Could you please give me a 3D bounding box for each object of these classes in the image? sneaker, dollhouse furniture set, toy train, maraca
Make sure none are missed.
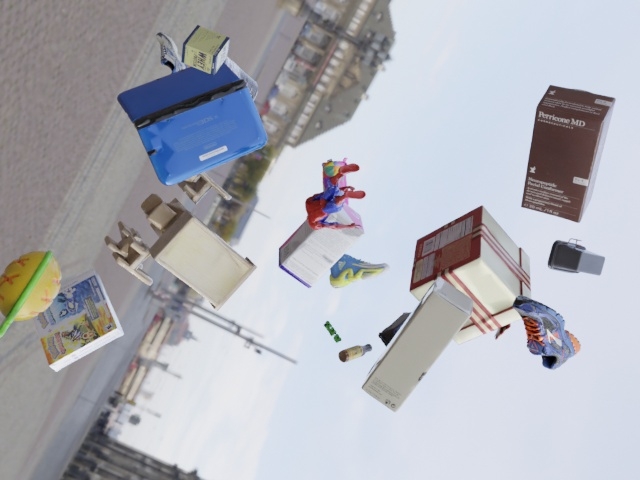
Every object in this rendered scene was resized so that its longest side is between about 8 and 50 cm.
[{"bbox_3d":[0.459,0.194,1.445,0.087,0.221,0.083,-50,-152,-10],"label":"sneaker"},{"bbox_3d":[-0.439,-0.536,2.022,0.058,0.135,0.052,-35,-175,-27],"label":"sneaker"},{"bbox_3d":[0.141,0.098,2.699,0.091,0.240,0.126,53,21,-81],"label":"sneaker"},{"bbox_3d":[-0.391,-0.002,2.072,0.362,0.256,0.394,-48,-147,-3],"label":"dollhouse furniture set"},{"bbox_3d":[0.038,0.293,2.245,0.024,0.083,0.017,-36,155,-3],"label":"toy train"},{"bbox_3d":[-0.527,0.097,1.245,0.127,0.099,0.185,-36,-152,52],"label":"maraca"}]

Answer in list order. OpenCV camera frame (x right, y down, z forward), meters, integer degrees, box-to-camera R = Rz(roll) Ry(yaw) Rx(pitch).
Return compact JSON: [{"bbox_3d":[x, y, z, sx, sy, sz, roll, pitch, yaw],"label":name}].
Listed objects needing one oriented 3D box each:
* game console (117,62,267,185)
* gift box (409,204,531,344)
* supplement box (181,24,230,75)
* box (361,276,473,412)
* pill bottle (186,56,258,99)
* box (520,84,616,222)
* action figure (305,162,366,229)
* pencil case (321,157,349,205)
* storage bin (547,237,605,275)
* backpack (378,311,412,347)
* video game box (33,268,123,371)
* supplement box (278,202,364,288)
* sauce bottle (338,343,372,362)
[{"bbox_3d":[-0.322,-0.305,1.766,0.293,0.250,0.173,-25,-165,-15],"label":"game console"},{"bbox_3d":[0.392,0.102,1.851,0.276,0.258,0.255,-29,-154,38],"label":"gift box"},{"bbox_3d":[-0.265,-0.439,1.617,0.056,0.083,0.083,111,1,-51],"label":"supplement box"},{"bbox_3d":[0.203,0.219,1.474,0.275,0.094,0.113,-57,175,21],"label":"box"},{"bbox_3d":[-0.330,-0.541,2.311,0.130,0.246,0.130,-19,-124,30],"label":"pill bottle"},{"bbox_3d":[0.727,-0.251,2.079,0.143,0.191,0.381,-50,147,-38],"label":"box"},{"bbox_3d":[0.054,-0.087,1.567,0.280,0.139,0.091,146,-64,-63],"label":"action figure"},{"bbox_3d":[0.057,-0.181,2.559,0.104,0.105,0.236,174,-87,-80],"label":"pencil case"},{"bbox_3d":[0.708,0.049,1.919,0.091,0.135,0.098,21,-81,56],"label":"storage bin"},{"bbox_3d":[0.280,0.310,2.088,0.158,0.173,0.117,-32,-174,-37],"label":"backpack"},{"bbox_3d":[-0.618,0.196,1.765,0.187,0.205,0.048,-31,149,-6],"label":"video game box"},{"bbox_3d":[0.000,0.000,1.848,0.220,0.114,0.111,-47,-160,20],"label":"supplement box"},{"bbox_3d":[0.113,0.355,2.234,0.128,0.042,0.042,-12,146,-45],"label":"sauce bottle"}]
